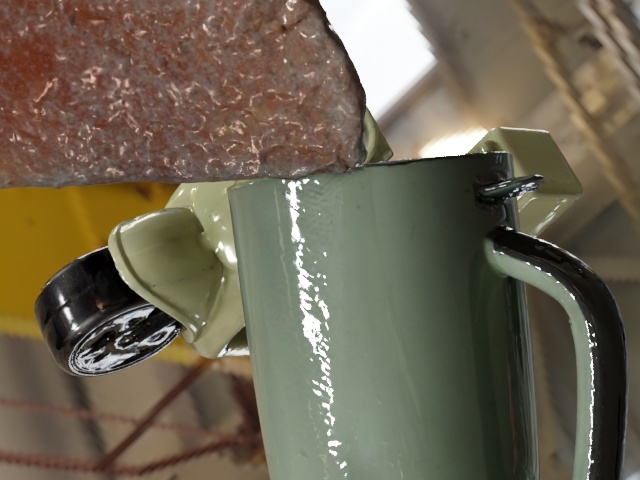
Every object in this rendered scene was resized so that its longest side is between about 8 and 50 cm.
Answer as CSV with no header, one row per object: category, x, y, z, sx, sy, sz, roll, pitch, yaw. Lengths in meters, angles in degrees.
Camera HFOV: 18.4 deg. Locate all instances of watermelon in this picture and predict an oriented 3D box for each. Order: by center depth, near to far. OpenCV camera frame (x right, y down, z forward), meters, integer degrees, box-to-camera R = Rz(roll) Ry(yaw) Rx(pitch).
watermelon,-0.088,-0.086,0.676,0.202,0.207,0.136,36,-172,29

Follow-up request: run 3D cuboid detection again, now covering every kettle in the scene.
kettle,0.063,0.080,1.107,0.165,0.240,0.255,-1,-96,-53

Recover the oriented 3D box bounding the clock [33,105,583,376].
clock,0.000,0.000,1.417,0.379,0.276,0.120,1,-127,-52
